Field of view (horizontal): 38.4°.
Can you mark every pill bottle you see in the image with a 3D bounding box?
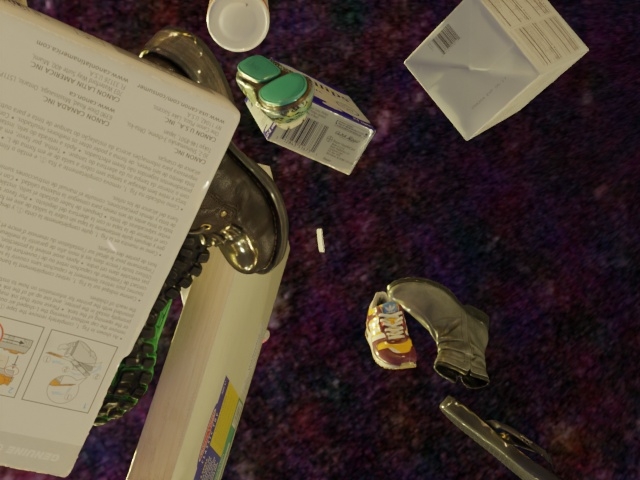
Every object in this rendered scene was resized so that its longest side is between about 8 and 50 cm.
[{"bbox_3d":[-0.164,-0.462,1.845,0.121,0.221,0.121,-2,115,-4],"label":"pill bottle"}]

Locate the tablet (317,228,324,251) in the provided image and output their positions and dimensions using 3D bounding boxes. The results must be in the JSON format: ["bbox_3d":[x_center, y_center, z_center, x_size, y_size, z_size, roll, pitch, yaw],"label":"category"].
[{"bbox_3d":[0.000,0.000,2.132,0.006,0.083,0.054,-7,91,-6],"label":"tablet"}]

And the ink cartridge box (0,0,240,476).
[{"bbox_3d":[-0.167,-0.002,0.459,0.225,0.181,0.056,-63,33,11],"label":"ink cartridge box"}]

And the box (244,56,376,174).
[{"bbox_3d":[-0.015,-0.162,1.188,0.072,0.126,0.137,-59,30,18],"label":"box"}]

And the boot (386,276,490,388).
[{"bbox_3d":[0.235,0.180,1.778,0.246,0.161,0.083,27,137,-19],"label":"boot"}]

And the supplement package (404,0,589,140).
[{"bbox_3d":[0.340,-0.354,1.765,0.198,0.262,0.199,52,129,6],"label":"supplement package"}]

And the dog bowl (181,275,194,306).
[{"bbox_3d":[-0.186,-0.021,1.435,0.104,0.265,0.265,-12,98,-9],"label":"dog bowl"}]

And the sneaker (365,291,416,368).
[{"bbox_3d":[0.118,0.153,1.576,0.185,0.069,0.084,-128,38,-66],"label":"sneaker"}]

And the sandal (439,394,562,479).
[{"bbox_3d":[0.288,0.309,1.416,0.054,0.097,0.254,-46,50,-9],"label":"sandal"}]

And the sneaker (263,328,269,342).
[{"bbox_3d":[-0.151,0.177,1.832,0.119,0.047,0.057,-8,57,31],"label":"sneaker"}]

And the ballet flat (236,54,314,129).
[{"bbox_3d":[-0.044,-0.163,1.056,0.188,0.070,0.070,-125,44,-59],"label":"ballet flat"}]

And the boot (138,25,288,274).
[{"bbox_3d":[-0.145,-0.009,0.692,0.091,0.229,0.263,17,144,37],"label":"boot"}]

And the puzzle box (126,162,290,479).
[{"bbox_3d":[-0.128,0.136,1.162,0.052,0.272,0.409,13,69,8],"label":"puzzle box"}]

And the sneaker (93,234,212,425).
[{"bbox_3d":[-0.227,0.069,1.044,0.134,0.146,0.343,29,106,-21],"label":"sneaker"}]

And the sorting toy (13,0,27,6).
[{"bbox_3d":[-0.455,-0.247,0.918,0.307,0.041,0.229,-12,90,-9],"label":"sorting toy"}]
